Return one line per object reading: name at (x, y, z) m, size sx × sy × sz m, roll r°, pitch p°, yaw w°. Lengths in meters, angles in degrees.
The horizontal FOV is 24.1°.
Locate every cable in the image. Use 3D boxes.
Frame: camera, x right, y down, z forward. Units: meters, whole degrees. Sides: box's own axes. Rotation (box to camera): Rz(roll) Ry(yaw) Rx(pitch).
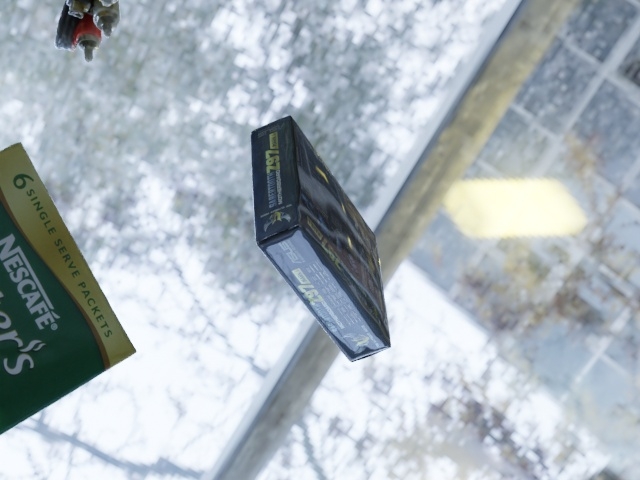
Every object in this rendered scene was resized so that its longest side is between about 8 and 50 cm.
cable at (-0.282, -0.342, 1.930) m, size 0.072 × 0.139 × 0.287 m, roll 20°, pitch -137°, yaw -14°

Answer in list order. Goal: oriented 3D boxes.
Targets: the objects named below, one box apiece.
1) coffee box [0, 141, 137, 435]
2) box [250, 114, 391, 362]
coffee box at (-0.183, 0.046, 0.639) m, size 0.184 × 0.040 × 0.113 m, roll -29°, pitch -85°, yaw -26°
box at (0.000, 0.000, 1.700) m, size 0.232 × 0.059 × 0.183 m, roll 52°, pitch -159°, yaw -41°
